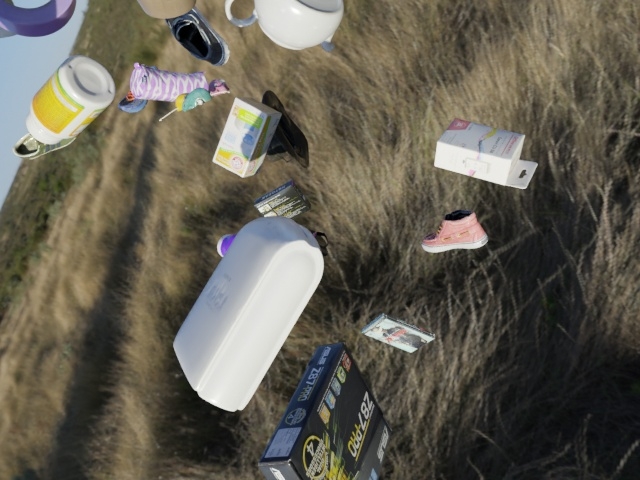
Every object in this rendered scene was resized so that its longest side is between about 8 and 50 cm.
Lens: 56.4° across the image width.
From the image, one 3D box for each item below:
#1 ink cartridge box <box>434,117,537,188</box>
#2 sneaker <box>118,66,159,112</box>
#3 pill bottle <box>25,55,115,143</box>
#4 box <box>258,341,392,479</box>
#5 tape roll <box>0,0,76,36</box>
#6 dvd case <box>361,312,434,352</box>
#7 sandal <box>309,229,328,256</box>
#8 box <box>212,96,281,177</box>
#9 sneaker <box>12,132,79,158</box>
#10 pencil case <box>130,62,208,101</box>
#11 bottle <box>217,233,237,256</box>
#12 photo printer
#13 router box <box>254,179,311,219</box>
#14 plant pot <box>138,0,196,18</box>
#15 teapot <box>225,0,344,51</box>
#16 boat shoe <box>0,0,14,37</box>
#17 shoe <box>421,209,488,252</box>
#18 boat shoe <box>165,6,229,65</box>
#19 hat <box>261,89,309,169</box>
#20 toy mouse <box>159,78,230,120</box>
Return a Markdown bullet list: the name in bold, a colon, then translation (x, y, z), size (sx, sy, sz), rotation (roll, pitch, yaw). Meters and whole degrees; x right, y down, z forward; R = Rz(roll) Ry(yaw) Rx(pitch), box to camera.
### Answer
- **ink cartridge box**: translation (0.357, -0.187, 1.271), size (0.115, 0.198, 0.067), rotation (-51, -28, -41)
- **sneaker**: translation (-0.643, -0.539, 2.125), size (0.221, 0.083, 0.087), rotation (-55, -25, -26)
- **pill bottle**: translation (-0.630, -0.337, 1.482), size (0.246, 0.136, 0.136), rotation (-25, 45, 37)
- **box**: translation (0.031, 0.488, 1.427), size (0.097, 0.318, 0.395), rotation (-15, 22, 28)
- **tape roll**: translation (-0.591, -0.514, 1.198), size (0.080, 0.189, 0.189), rotation (-3, 66, 69)
- **dvd case**: translation (0.154, 0.186, 1.191), size (0.087, 0.119, 0.013), rotation (-47, 23, 50)
- **sandal**: translation (0.000, 0.000, 1.876), size (0.040, 0.067, 0.179), rotation (-62, 15, 14)
- **box**: translation (-0.214, -0.300, 1.741), size (0.203, 0.114, 0.103), rotation (-65, -13, 21)
- **sneaker**: translation (-0.741, -0.273, 1.613), size (0.192, 0.064, 0.086), rotation (-27, 6, 5)
- **pencil case**: translation (-0.391, -0.404, 1.548), size (0.086, 0.206, 0.088), rotation (2, 96, 43)
- **bottle**: translation (-0.166, 0.037, 1.516), size (0.283, 0.092, 0.118), rotation (13, 99, 51)
- **photo printer**: translation (-0.121, 0.100, 1.016), size (0.307, 0.107, 0.256), rotation (-59, 24, -2)
- **router box**: translation (-0.146, -0.137, 2.306), size (0.179, 0.133, 0.046), rotation (-26, 31, 20)
- **plant pot**: translation (-0.424, -0.726, 1.582), size (0.229, 0.263, 0.263), rotation (85, -176, -49)
- **teapot**: translation (-0.079, -0.595, 1.570), size (0.187, 0.256, 0.252), rotation (-46, 3, 44)
- **boat shoe**: translation (-0.847, -0.514, 1.363), size (0.094, 0.302, 0.109), rotation (92, 161, -44)
- **shoe**: translation (0.293, -0.024, 1.366), size (0.063, 0.081, 0.178), rotation (-41, 21, -33)
- **boat shoe**: translation (-0.406, -0.643, 1.830), size (0.301, 0.102, 0.108), rotation (49, 119, 18)
- **hat**: translation (-0.162, -0.367, 2.140), size (0.134, 0.331, 0.331), rotation (-29, 37, 17)
- **toy mouse**: translation (-0.227, -0.291, 1.177), size (0.143, 0.031, 0.161), rotation (-1, 29, 47)
